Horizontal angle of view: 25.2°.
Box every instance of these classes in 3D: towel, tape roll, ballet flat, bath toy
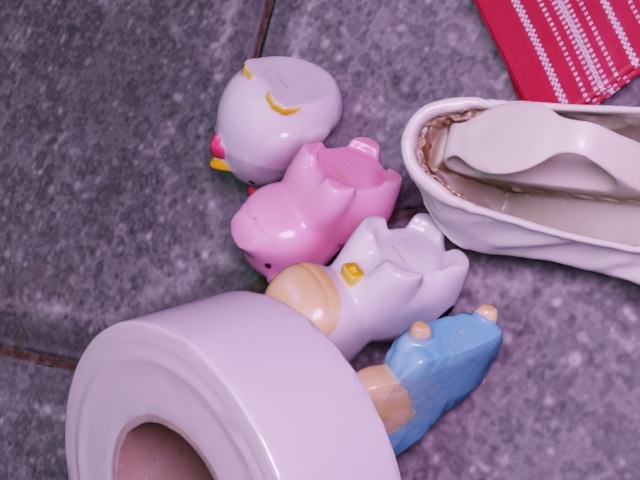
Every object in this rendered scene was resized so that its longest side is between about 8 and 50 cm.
[{"bbox_3d":[0.237,-0.219,1.066,0.275,0.031,0.199,-36,54,23],"label":"towel"},{"bbox_3d":[-0.069,0.184,1.028,0.286,0.100,0.286,20,117,45],"label":"tape roll"},{"bbox_3d":[0.221,-0.036,0.926,0.400,0.139,0.139,7,77,37],"label":"ballet flat"},{"bbox_3d":[0.000,0.000,1.116,0.348,0.151,0.129,61,144,38],"label":"bath toy"}]
